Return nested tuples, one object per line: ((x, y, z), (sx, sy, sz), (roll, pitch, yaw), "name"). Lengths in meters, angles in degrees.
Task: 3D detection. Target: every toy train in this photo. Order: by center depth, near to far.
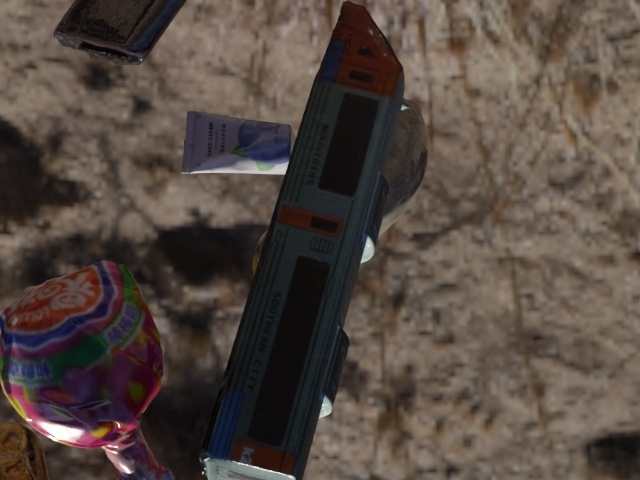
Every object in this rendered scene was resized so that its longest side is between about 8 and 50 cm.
((0.000, 0.000, 1.188), (0.089, 0.409, 0.086), (15, 154, 4), "toy train")

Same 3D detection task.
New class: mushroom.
((0.031, -0.052, 1.530), (0.128, 0.350, 0.128), (11, 125, 16), "mushroom")

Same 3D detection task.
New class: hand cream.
((-0.077, -0.103, 1.657), (0.142, 0.084, 0.053), (6, 146, -7), "hand cream")

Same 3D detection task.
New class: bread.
((-0.272, 0.205, 1.293), (0.083, 0.110, 0.044), (-9, 139, -11), "bread")

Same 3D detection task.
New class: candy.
((-0.128, 0.179, 1.152), (0.124, 0.124, 0.365), (-11, 124, 20), "candy")

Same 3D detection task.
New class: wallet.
((-0.178, -0.291, 1.639), (0.049, 0.229, 0.182), (42, 167, -37), "wallet")
